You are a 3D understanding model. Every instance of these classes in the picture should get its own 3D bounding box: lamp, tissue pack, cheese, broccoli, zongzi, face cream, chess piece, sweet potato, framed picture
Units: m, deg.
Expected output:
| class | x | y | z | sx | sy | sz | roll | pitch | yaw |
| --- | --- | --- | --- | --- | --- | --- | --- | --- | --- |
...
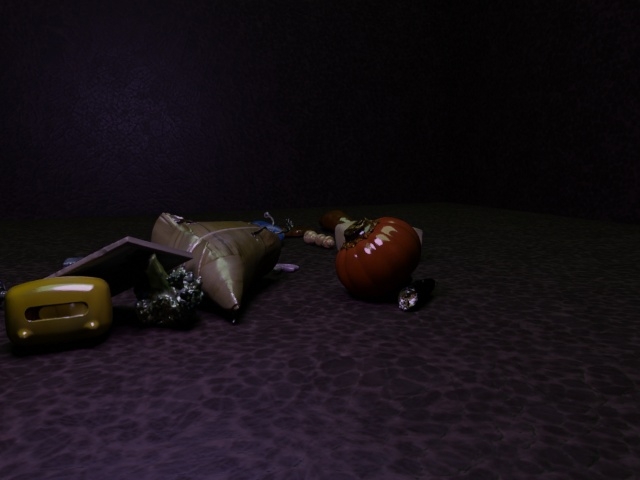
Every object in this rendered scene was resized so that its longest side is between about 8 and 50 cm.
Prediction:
| class | x | y | z | sx | sy | sz | roll | pitch | yaw |
| --- | --- | --- | --- | --- | --- | --- | --- | --- | --- |
| lamp | 0.139 | 0.040 | 1.266 | 0.223 | 0.196 | 0.223 | -38 | 10 | 8 |
| tissue pack | -0.700 | 0.075 | 1.595 | 0.156 | 0.051 | 0.112 | -4 | 7 | -20 |
| cheese | 0.193 | -0.001 | 1.797 | 0.243 | 0.123 | 0.265 | 1 | 9 | -11 |
| tissue pack | -0.480 | 0.129 | 0.961 | 0.178 | 0.123 | 0.127 | -4 | 1 | -23 |
| broccoli | -0.322 | 0.098 | 1.066 | 0.155 | 0.160 | 0.167 | -29 | 31 | -4 |
| zongzi | -0.162 | 0.064 | 1.322 | 0.447 | 0.181 | 0.418 | -4 | 24 | -43 |
| face cream | -0.221 | -0.026 | 2.107 | 0.149 | 0.083 | 0.264 | -4 | 9 | -19 |
| chess piece | 0.000 | -0.001 | 2.035 | 0.060 | 0.060 | 0.172 | -6 | 13 | -32 |
| sweet potato | 0.073 | -0.091 | 2.455 | 0.112 | 0.112 | 0.359 | -6 | 13 | -33 |
| framed picture | -0.444 | 0.072 | 1.090 | 0.289 | 0.016 | 0.213 | -24 | -18 | 15 |

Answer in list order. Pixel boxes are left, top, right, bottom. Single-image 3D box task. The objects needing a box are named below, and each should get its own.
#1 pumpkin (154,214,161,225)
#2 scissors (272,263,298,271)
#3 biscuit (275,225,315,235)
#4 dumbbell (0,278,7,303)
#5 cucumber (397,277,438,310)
| class | x | y | z | sx | sy | sz | roll | pitch | yaw |
| --- | --- | --- | --- | --- | --- | --- | --- | --- | --- |
| pumpkin | -0.494 | -0.004 | 1.925 | 0.248 | 0.125 | 0.131 | 16 | -5 | -17 |
| scissors | -0.148 | 0.075 | 1.645 | 0.110 | 0.021 | 0.212 | -2 | 9 | -24 |
| biscuit | -0.124 | -0.040 | 2.363 | 0.215 | 0.034 | 0.182 | -1 | 9 | -18 |
| dumbbell | -0.806 | 0.116 | 1.191 | 0.255 | 0.110 | 0.110 | 7 | 9 | 5 |
| cucumber | 0.228 | 0.120 | 1.215 | 0.053 | 0.053 | 0.181 | 4 | 10 | 30 |
